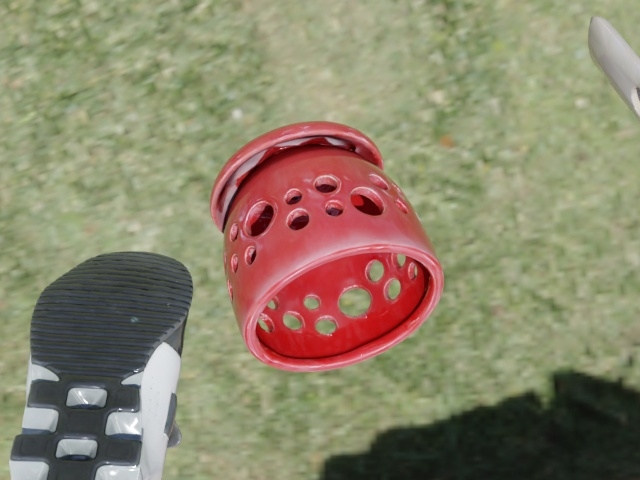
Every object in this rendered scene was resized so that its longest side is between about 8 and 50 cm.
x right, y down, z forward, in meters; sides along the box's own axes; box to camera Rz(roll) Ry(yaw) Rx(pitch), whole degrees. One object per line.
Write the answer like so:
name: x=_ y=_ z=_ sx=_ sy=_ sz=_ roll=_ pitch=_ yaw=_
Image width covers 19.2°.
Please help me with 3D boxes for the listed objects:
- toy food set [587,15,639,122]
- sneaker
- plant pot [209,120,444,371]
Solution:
toy food set: x=0.370 y=-0.097 z=1.397 sx=0.306 sy=0.092 sz=0.220 roll=-1 pitch=40 yaw=-27
sneaker: x=-0.172 y=0.142 z=1.470 sx=0.330 sy=0.122 sz=0.146 roll=-77 pitch=171 yaw=-51
plant pot: x=0.000 y=0.000 z=1.726 sx=0.191 sy=0.191 sz=0.174 roll=9 pitch=46 yaw=-33
